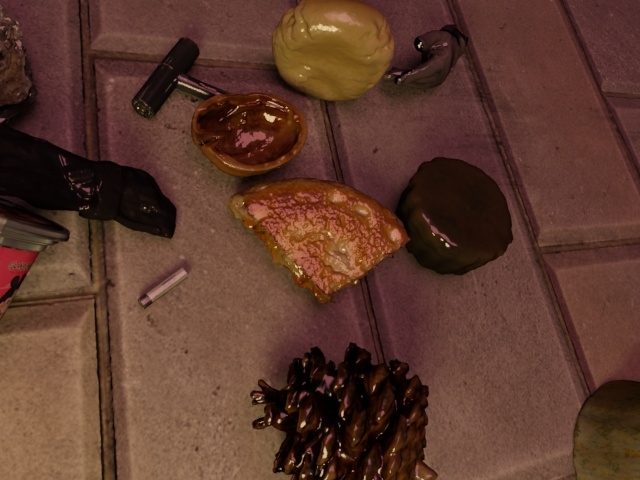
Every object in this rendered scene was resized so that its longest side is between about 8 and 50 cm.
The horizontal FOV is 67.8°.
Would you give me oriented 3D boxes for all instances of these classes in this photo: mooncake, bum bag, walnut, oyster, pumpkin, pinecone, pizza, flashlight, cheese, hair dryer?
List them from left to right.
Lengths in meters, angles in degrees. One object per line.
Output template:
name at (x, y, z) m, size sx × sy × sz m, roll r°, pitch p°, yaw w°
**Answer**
oyster at (-0.550, -0.288, 0.720) m, size 0.198 × 0.112 × 0.268 m, roll -30°, pitch 79°, yaw -28°
bum bag at (-0.342, -0.084, 0.686) m, size 0.310 × 0.074 × 0.137 m, roll 19°, pitch 36°, yaw -53°
flashlight at (-0.245, 0.074, 0.744) m, size 0.083 × 0.018 × 0.018 m, roll -40°, pitch 87°, yaw -29°
hair dryer at (-0.217, -0.260, 0.879) m, size 0.194 × 0.050 × 0.173 m, roll 31°, pitch 64°, yaw -11°
walnut at (-0.127, -0.177, 0.852) m, size 0.211 × 0.087 × 0.167 m, roll -17°, pitch 69°, yaw -28°
pizza at (0.000, 0.000, 0.833) m, size 0.335 × 0.086 × 0.226 m, roll 10°, pitch 71°, yaw -16°
cheese at (0.023, -0.371, 0.922) m, size 0.225 × 0.214 × 0.117 m, roll 12°, pitch 70°, yaw -24°
pinecone at (0.038, 0.256, 0.665) m, size 0.243 × 0.243 × 0.257 m, roll -39°, pitch 82°, yaw -29°
mooncake at (0.254, -0.044, 0.931) m, size 0.228 × 0.124 × 0.228 m, roll 8°, pitch 62°, yaw -16°
pumpkin at (0.663, 0.412, 0.866) m, size 0.332 × 0.199 × 0.333 m, roll 9°, pitch 63°, yaw -18°

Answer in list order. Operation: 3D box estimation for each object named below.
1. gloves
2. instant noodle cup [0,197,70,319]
gloves at (0.249, -0.416, 1.077) m, size 0.119 × 0.142 × 0.285 m, roll 35°, pitch 58°, yaw 28°
instant noodle cup at (-0.465, 0.024, 0.561) m, size 0.258 × 0.302 × 0.182 m, roll 22°, pitch 85°, yaw 0°
